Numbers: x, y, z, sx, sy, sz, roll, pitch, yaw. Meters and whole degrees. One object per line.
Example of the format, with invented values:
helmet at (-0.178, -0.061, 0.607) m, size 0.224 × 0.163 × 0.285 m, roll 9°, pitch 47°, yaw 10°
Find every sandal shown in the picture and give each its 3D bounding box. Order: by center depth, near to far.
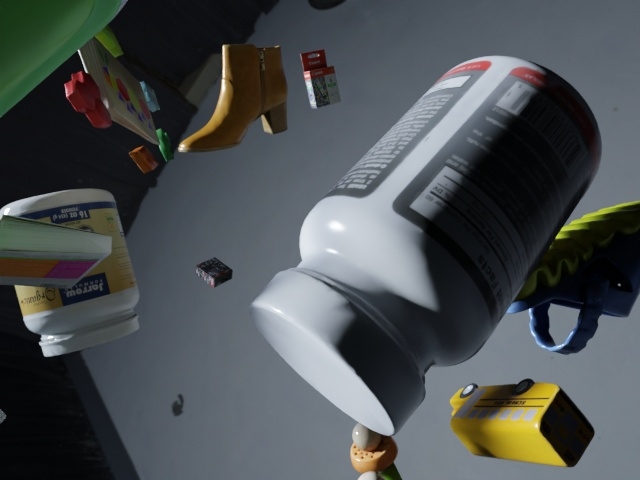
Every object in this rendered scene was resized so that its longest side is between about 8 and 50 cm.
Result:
sandal at (0.364, 0.041, 0.622) m, size 0.317 × 0.126 × 0.138 m, roll -25°, pitch 90°, yaw -7°

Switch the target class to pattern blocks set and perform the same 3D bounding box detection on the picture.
pattern blocks set at (-0.338, -0.247, 0.805) m, size 0.026 × 0.325 × 0.285 m, roll -21°, pitch 72°, yaw 3°

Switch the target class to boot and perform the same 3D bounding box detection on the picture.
boot at (-0.203, -0.325, 1.074) m, size 0.104 × 0.295 × 0.211 m, roll 23°, pitch 130°, yaw 48°

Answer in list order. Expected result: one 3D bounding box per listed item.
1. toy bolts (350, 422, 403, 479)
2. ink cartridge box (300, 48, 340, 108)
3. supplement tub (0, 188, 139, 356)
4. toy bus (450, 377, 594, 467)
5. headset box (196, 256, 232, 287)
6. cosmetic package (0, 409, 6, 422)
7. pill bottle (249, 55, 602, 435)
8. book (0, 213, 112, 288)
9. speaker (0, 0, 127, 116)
toy bolts at (0.076, 0.484, 0.931) m, size 0.218 × 0.158 × 0.228 m, roll -26°, pitch 15°, yaw -7°
ink cartridge box at (0.001, -0.348, 1.026) m, size 0.029 × 0.063 × 0.115 m, roll 23°, pitch 130°, yaw 60°
supplement tub at (-0.526, 0.065, 1.025) m, size 0.228 × 0.228 × 0.316 m, roll -13°, pitch 92°, yaw 32°
toy bus at (0.383, 0.371, 0.981) m, size 0.130 × 0.333 × 0.108 m, roll -39°, pitch 88°, yaw -27°
headset box at (-0.274, 0.084, 1.243) m, size 0.083 × 0.062 × 0.032 m, roll 31°, pitch 129°, yaw 28°
cosmetic package at (-0.519, 0.245, 0.515) m, size 0.230 × 0.161 × 0.453 m, roll -44°, pitch 9°, yaw -28°
pill bottle at (0.111, -0.007, 0.493) m, size 0.210 × 0.210 × 0.363 m, roll 24°, pitch 61°, yaw 40°
book at (-0.289, 0.022, 0.495) m, size 0.144 × 0.096 × 0.035 m, roll -25°, pitch 63°, yaw 44°
speaker at (-0.229, -0.104, 0.243) m, size 0.131 × 0.131 × 0.296 m, roll 15°, pitch 61°, yaw 39°
